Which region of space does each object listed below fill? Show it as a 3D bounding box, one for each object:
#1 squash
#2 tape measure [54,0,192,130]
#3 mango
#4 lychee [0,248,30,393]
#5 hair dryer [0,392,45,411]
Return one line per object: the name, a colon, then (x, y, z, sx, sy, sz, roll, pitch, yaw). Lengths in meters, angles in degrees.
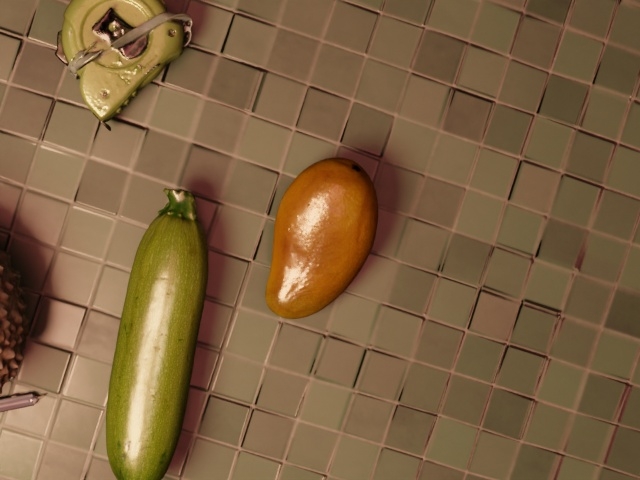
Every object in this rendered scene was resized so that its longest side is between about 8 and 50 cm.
squash: (-0.211, 0.130, 1.449, 0.107, 0.107, 0.395, 9, 89, -7)
tape measure: (-0.260, -0.257, 1.439, 0.177, 0.087, 0.154, -43, 95, -5)
mango: (0.000, 0.000, 1.475, 0.136, 0.099, 0.227, 20, 98, -11)
lychee: (-0.497, 0.085, 1.338, 0.300, 0.300, 0.300, 0, 92, -6)
hair dryer: (-0.419, 0.210, 1.470, 0.114, 0.037, 0.063, -9, 92, -14)
